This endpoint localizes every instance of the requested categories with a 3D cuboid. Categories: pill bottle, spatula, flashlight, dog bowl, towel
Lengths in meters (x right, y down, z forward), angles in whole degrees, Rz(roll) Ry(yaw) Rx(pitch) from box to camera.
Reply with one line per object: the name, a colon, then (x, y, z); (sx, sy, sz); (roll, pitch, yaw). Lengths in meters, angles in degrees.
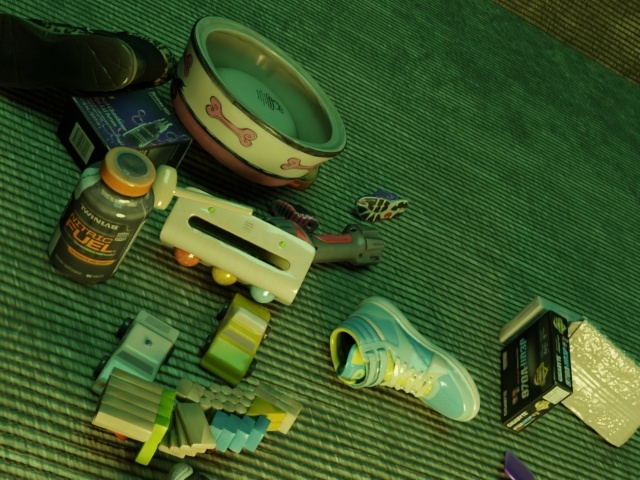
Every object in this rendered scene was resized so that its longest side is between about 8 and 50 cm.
pill bottle: (-0.364, -0.047, 1.463); (0.130, 0.245, 0.130); (22, 41, -20)
spatula: (0.357, 0.511, 1.655); (0.084, 0.030, 0.296); (43, 38, 2)
flashlight: (0.000, 0.000, 1.833); (0.304, 0.103, 0.103); (-3, 22, -43)
dog bowl: (-0.143, -0.287, 1.853); (0.408, 0.150, 0.408); (34, 28, -21)
towel: (0.630, 0.317, 1.942); (0.282, 0.187, 0.049); (40, 24, 3)

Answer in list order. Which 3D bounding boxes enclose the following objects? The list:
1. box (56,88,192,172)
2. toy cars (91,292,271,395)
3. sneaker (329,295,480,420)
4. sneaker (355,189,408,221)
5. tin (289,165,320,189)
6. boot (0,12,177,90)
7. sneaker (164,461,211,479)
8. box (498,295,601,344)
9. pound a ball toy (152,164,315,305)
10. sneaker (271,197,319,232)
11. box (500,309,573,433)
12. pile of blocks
box: (-0.388, -0.207, 1.718); (0.207, 0.108, 0.153); (-19, 65, -47)
toy cars: (-0.217, 0.172, 1.490); (0.394, 0.087, 0.176); (-8, 57, -43)
sneaker: (0.145, 0.261, 1.666); (0.319, 0.127, 0.208); (41, 35, 18)
sneaker: (0.135, -0.088, 2.070); (0.170, 0.068, 0.071); (0, 36, -50)
tin: (-0.051, -0.192, 2.032); (0.106, 0.040, 0.189); (25, 40, -11)
boot: (-0.500, -0.379, 1.763); (0.377, 0.138, 0.284); (8, 13, 13)
sneaker: (-0.167, 0.453, 1.234); (0.153, 0.101, 0.268); (21, 38, -17)
box: (0.533, 0.216, 2.001); (0.186, 0.145, 0.038); (26, 38, -16)
pound a ball toy: (-0.176, 0.005, 1.583); (0.319, 0.208, 0.135); (26, 79, -3)
sneaker: (-0.058, -0.063, 1.896); (0.119, 0.047, 0.057); (29, 32, -23)
box: (0.461, 0.280, 1.854); (0.051, 0.175, 0.220); (29, 39, -13)
pile of blocks: (-0.195, 0.301, 1.348); (0.362, 0.112, 0.149); (11, 32, -33)
